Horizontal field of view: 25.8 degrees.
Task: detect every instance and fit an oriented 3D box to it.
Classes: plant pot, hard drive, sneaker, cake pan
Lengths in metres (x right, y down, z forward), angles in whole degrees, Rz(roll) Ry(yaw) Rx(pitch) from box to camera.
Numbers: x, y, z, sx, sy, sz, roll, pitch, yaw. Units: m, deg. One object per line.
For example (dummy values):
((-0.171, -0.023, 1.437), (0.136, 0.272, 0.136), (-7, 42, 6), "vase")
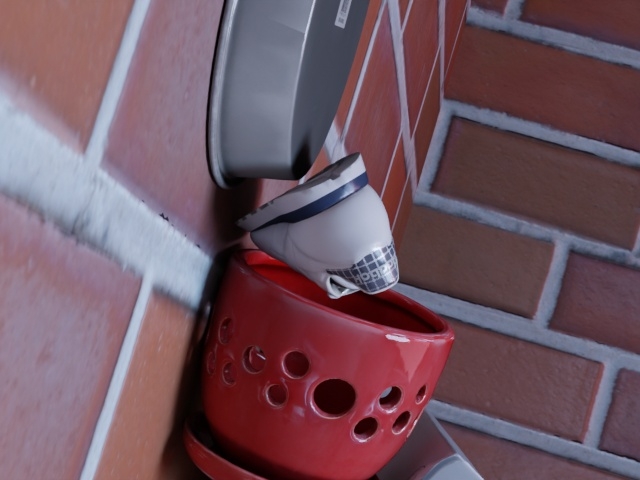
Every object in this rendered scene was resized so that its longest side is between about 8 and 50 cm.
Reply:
((-0.007, 0.118, 1.112), (0.191, 0.191, 0.174), (-30, 138, -80), "plant pot")
((0.028, 0.252, 1.251), (0.233, 0.047, 0.353), (-44, -178, -1), "hard drive")
((0.000, 0.000, 1.061), (0.090, 0.095, 0.235), (-33, -176, -8), "sneaker")
((-0.008, -0.172, 1.003), (0.293, 0.054, 0.293), (16, 90, -83), "cake pan")
